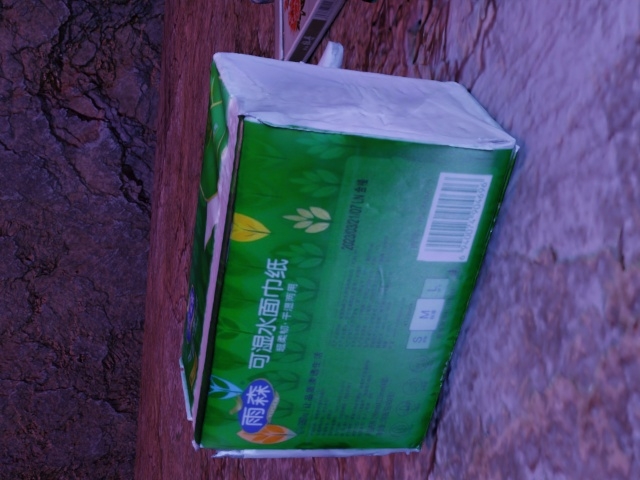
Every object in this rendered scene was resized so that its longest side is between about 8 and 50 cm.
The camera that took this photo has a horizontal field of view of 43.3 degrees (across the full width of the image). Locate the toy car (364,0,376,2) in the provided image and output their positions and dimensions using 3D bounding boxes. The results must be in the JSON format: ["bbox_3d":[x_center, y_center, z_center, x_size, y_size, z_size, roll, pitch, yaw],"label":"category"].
[{"bbox_3d":[0.042,-0.292,0.471,0.141,0.097,0.321,115,154,-52],"label":"toy car"}]

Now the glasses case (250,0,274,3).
[{"bbox_3d":[-0.093,-0.429,0.920,0.125,0.076,0.328,-39,65,63],"label":"glasses case"}]

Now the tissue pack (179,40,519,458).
[{"bbox_3d":[-0.002,0.001,0.486,0.156,0.147,0.209,-113,29,-56],"label":"tissue pack"}]

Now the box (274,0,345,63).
[{"bbox_3d":[-0.013,-0.242,0.780,0.198,0.029,0.109,143,128,-69],"label":"box"}]
